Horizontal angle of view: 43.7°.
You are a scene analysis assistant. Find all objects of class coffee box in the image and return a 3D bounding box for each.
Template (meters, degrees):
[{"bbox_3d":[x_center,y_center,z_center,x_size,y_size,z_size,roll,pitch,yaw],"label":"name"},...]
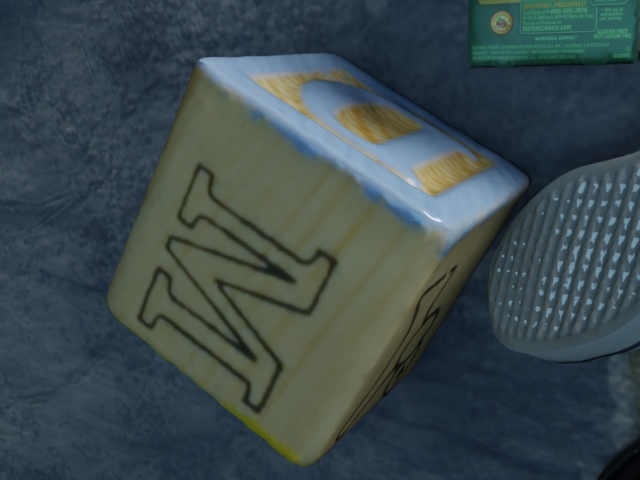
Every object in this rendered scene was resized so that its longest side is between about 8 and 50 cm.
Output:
[{"bbox_3d":[0.153,-0.206,0.511,0.113,0.040,0.184,4,106,26],"label":"coffee box"}]

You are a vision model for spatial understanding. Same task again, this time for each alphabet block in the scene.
[{"bbox_3d":[0.000,0.000,0.567,0.193,0.192,0.197,37,117,18],"label":"alphabet block"}]

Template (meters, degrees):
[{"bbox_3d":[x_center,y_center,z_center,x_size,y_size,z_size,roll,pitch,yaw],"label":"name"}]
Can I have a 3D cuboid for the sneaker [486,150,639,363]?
[{"bbox_3d":[0.232,-0.004,0.467,0.321,0.127,0.126,137,139,-54],"label":"sneaker"}]

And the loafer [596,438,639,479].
[{"bbox_3d":[0.279,0.124,0.498,0.109,0.095,0.303,40,119,15],"label":"loafer"}]
